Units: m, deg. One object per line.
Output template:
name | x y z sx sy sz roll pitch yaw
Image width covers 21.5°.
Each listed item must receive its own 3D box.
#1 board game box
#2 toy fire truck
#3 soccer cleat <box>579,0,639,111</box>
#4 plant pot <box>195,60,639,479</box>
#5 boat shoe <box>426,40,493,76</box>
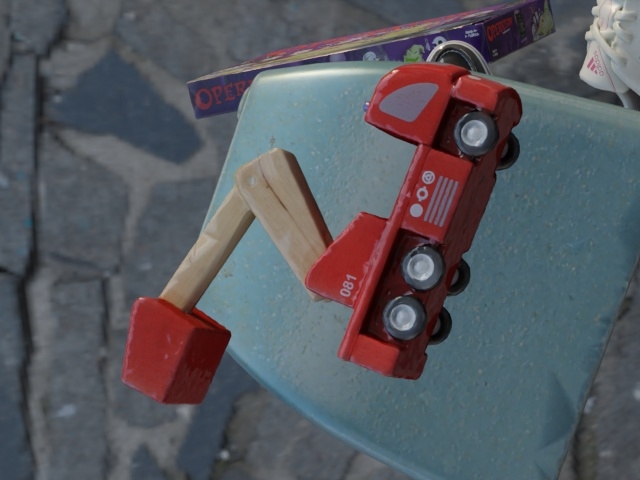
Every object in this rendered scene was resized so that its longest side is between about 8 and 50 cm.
board game box | 0.055 -0.196 1.795 0.346 0.208 0.056 -8 97 28
toy fire truck | 0.000 0.000 0.773 0.135 0.047 0.192 21 92 21
soccer cleat | 0.314 -0.221 1.616 0.143 0.116 0.331 -15 108 -8
plant pot | 0.060 0.006 1.054 0.252 0.248 0.247 19 96 7
boat shoe | 0.122 -0.075 1.527 0.080 0.076 0.229 2 82 11
